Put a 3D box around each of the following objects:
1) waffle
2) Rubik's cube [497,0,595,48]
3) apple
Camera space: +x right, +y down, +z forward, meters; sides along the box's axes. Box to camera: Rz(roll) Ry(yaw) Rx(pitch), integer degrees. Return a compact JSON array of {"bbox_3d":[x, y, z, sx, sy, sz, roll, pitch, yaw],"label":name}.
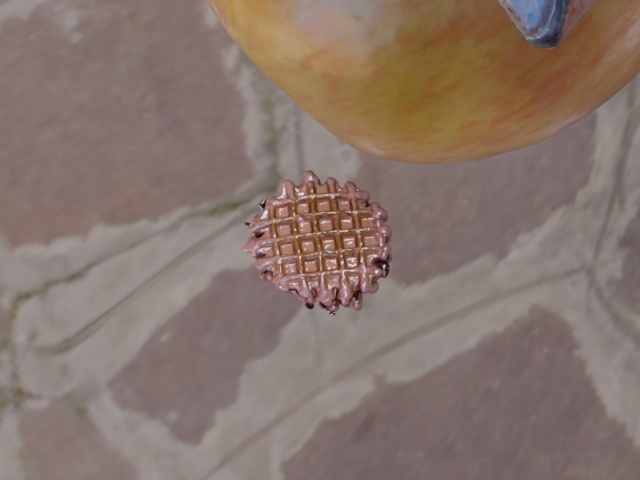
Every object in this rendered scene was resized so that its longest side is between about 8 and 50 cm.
[{"bbox_3d":[0.000,0.000,0.985,0.083,0.029,0.075,29,68,12],"label":"waffle"},{"bbox_3d":[0.124,-0.261,0.838,0.233,0.228,0.228,-31,109,2],"label":"Rubik's cube"},{"bbox_3d":[0.081,-0.249,1.235,0.346,0.391,0.391,-40,91,13],"label":"apple"}]
